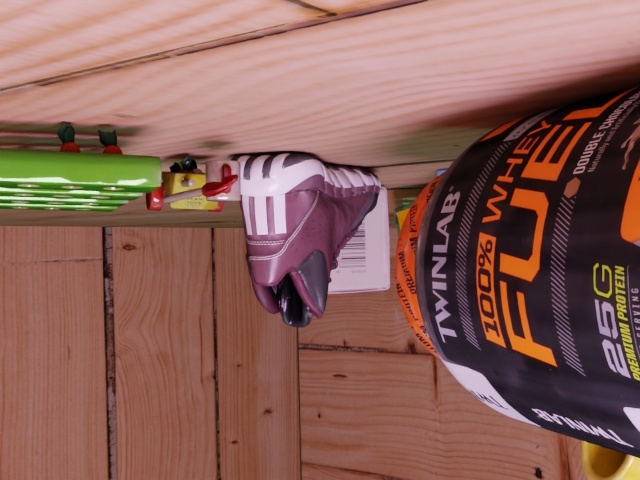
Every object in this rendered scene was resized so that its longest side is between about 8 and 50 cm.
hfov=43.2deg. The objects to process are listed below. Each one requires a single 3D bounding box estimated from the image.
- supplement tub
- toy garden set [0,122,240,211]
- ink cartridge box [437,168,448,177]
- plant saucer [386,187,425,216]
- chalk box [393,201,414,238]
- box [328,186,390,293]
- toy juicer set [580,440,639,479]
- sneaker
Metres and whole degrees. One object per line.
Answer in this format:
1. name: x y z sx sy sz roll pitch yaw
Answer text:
1. supplement tub: 0.189 0.017 0.449 0.207 0.207 0.338 -1 179 -22
2. toy garden set: -0.153 -0.054 0.631 0.204 0.049 0.244 1 178 -22
3. ink cartridge box: 0.215 -0.037 0.894 0.143 0.090 0.092 -1 180 45
4. plant saucer: 0.154 -0.059 1.287 0.200 0.037 0.200 -1 179 0
5. chalk box: 0.274 0.019 1.148 0.180 0.179 0.289 -19 168 43
6. box: 0.000 0.000 1.202 0.127 0.148 0.232 -2 180 -19
7. toy juicer set: 0.252 0.024 0.670 0.089 0.209 0.329 17 -147 -11
8. sneaker: -0.013 0.004 0.825 0.106 0.162 0.281 -2 179 23
